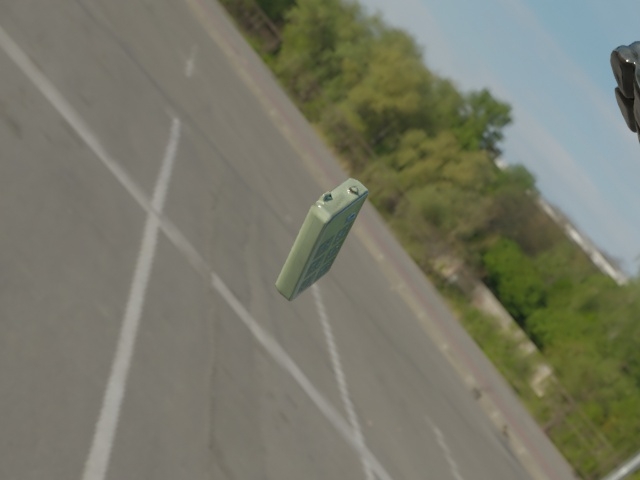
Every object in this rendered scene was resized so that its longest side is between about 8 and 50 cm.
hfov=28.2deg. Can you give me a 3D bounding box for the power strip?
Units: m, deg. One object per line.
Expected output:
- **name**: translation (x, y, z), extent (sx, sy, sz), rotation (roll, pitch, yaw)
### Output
- **power strip**: translation (0.000, 0.000, 0.743), extent (0.016, 0.040, 0.090), rotation (41, -40, 13)

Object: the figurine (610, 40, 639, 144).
- **figurine**: translation (0.181, -0.075, 0.464), extent (0.086, 0.149, 0.087), rotation (60, 10, -50)
